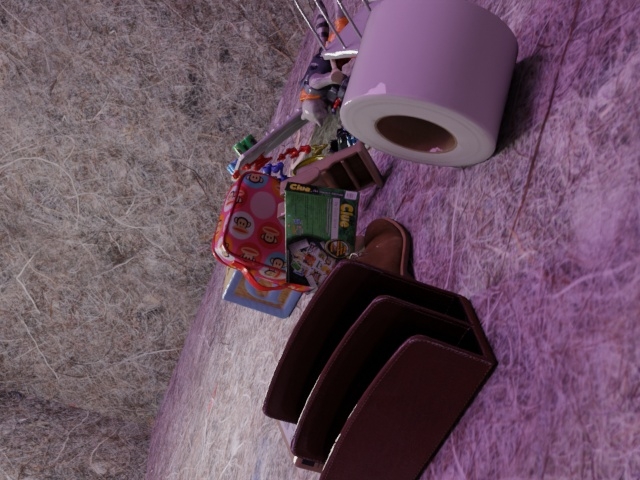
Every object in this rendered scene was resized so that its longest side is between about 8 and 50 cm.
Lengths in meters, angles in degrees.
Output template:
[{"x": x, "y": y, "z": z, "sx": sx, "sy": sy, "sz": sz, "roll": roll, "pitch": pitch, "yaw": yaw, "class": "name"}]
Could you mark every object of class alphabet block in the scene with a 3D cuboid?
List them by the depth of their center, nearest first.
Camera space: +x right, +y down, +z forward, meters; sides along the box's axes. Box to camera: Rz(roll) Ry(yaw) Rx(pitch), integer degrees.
[{"x": -0.140, "y": 0.063, "z": 1.922, "sx": 0.192, "sy": 0.193, "sz": 0.197, "roll": -60, "pitch": 18, "yaw": 30, "class": "alphabet block"}]

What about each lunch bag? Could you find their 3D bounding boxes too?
[{"x": -0.097, "y": -0.001, "z": 1.654, "sx": 0.120, "sy": 0.293, "sz": 0.258, "roll": -32, "pitch": 40, "yaw": 60, "class": "lunch bag"}]

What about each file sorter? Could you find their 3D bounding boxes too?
[{"x": 0.112, "y": -0.511, "z": 1.468, "sx": 0.277, "sy": 0.173, "sz": 0.193, "roll": 11, "pitch": 56, "yaw": 48, "class": "file sorter"}]

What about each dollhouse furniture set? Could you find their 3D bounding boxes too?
[{"x": 0.039, "y": -0.074, "z": 1.463, "sx": 0.161, "sy": 0.212, "sz": 0.242, "roll": -22, "pitch": 37, "yaw": 19, "class": "dollhouse furniture set"}]

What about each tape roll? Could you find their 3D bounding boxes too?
[{"x": 0.167, "y": -0.238, "z": 1.091, "sx": 0.246, "sy": 0.246, "sz": 0.169, "roll": 156, "pitch": 131, "yaw": -70, "class": "tape roll"}]

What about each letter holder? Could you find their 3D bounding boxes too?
[{"x": 0.058, "y": 0.202, "z": 0.974, "sx": 0.152, "sy": 0.214, "sz": 0.302, "roll": -98, "pitch": 31, "yaw": -61, "class": "letter holder"}]

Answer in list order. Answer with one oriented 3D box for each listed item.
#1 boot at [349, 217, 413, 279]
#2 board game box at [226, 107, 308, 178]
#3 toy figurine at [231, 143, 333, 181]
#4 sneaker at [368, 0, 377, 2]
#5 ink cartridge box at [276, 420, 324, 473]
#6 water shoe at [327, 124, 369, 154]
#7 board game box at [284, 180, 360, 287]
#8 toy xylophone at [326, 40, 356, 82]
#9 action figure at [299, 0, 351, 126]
[{"x": 0.092, "y": 0.040, "z": 1.264, "sx": 0.305, "sy": 0.115, "sz": 0.112, "roll": -90, "pitch": 20, "yaw": -59, "class": "boot"}, {"x": -0.128, "y": -0.353, "z": 2.227, "sx": 0.390, "sy": 0.050, "sz": 0.390, "roll": -39, "pitch": 3, "yaw": -11, "class": "board game box"}, {"x": -0.062, "y": -0.140, "z": 2.049, "sx": 0.362, "sy": 0.217, "sz": 0.191, "roll": -2, "pitch": 31, "yaw": 38, "class": "toy figurine"}, {"x": 0.180, "y": -0.695, "z": 1.783, "sx": 0.108, "sy": 0.169, "sz": 0.293, "roll": 127, "pitch": 158, "yaw": -54, "class": "sneaker"}, {"x": 0.000, "y": 0.296, "z": 1.318, "sx": 0.234, "sy": 0.088, "sz": 0.193, "roll": -153, "pitch": 82, "yaw": -76, "class": "ink cartridge box"}, {"x": 0.080, "y": -0.256, "z": 1.750, "sx": 0.203, "sy": 0.080, "sz": 0.073, "roll": 133, "pitch": 152, "yaw": -57, "class": "water shoe"}, {"x": 0.000, "y": 0.000, "z": 1.346, "sx": 0.260, "sy": 0.136, "sz": 0.030, "roll": 93, "pitch": -169, "yaw": -47, "class": "board game box"}, {"x": 0.132, "y": -0.438, "z": 1.591, "sx": 0.236, "sy": 0.081, "sz": 0.323, "roll": -23, "pitch": 35, "yaw": 19, "class": "toy xylophone"}, {"x": 0.025, "y": -0.468, "z": 1.935, "sx": 0.341, "sy": 0.178, "sz": 0.330, "roll": 116, "pitch": 173, "yaw": -84, "class": "action figure"}]
